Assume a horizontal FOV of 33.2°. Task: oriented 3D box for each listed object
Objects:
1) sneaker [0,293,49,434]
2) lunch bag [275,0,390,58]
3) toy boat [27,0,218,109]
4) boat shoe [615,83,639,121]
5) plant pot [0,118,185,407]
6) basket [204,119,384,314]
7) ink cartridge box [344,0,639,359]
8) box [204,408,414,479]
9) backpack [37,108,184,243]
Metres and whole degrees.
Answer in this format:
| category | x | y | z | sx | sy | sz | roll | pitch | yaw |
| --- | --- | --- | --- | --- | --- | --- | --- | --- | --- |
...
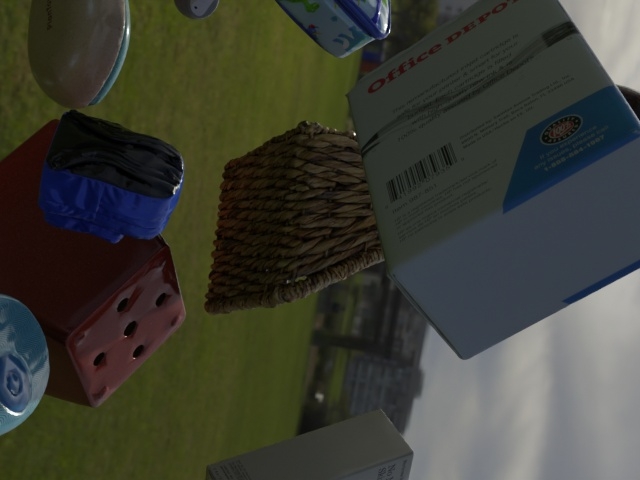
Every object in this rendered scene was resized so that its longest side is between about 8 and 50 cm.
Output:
| category | x | y | z | sx | sy | sz | roll | pitch | yaw |
| --- | --- | --- | --- | --- | --- | --- | --- | --- | --- |
| sneaker | -0.376 | 0.139 | 0.865 | 0.319 | 0.208 | 0.127 | -35 | 108 | -67 |
| lunch bag | 0.015 | -0.343 | 1.317 | 0.176 | 0.090 | 0.219 | 42 | 38 | -36 |
| toy boat | -0.307 | -0.333 | 1.620 | 0.148 | 0.318 | 0.267 | 23 | 55 | -47 |
| boat shoe | 0.416 | -0.134 | 1.372 | 0.095 | 0.257 | 0.095 | -91 | -154 | -70 |
| plant pot | -0.328 | 0.057 | 1.396 | 0.267 | 0.236 | 0.267 | -46 | 155 | -27 |
| basket | 0.000 | 0.000 | 1.381 | 0.299 | 0.213 | 0.223 | -18 | -117 | 63 |
| ink cartridge box | 0.162 | -0.078 | 0.959 | 0.129 | 0.223 | 0.307 | 49 | 19 | -32 |
| box | -0.016 | 0.331 | 1.454 | 0.094 | 0.275 | 0.113 | 49 | -36 | 43 |
| backpack | -0.188 | -0.052 | 0.983 | 0.101 | 0.120 | 0.098 | 113 | -13 | -45 |
